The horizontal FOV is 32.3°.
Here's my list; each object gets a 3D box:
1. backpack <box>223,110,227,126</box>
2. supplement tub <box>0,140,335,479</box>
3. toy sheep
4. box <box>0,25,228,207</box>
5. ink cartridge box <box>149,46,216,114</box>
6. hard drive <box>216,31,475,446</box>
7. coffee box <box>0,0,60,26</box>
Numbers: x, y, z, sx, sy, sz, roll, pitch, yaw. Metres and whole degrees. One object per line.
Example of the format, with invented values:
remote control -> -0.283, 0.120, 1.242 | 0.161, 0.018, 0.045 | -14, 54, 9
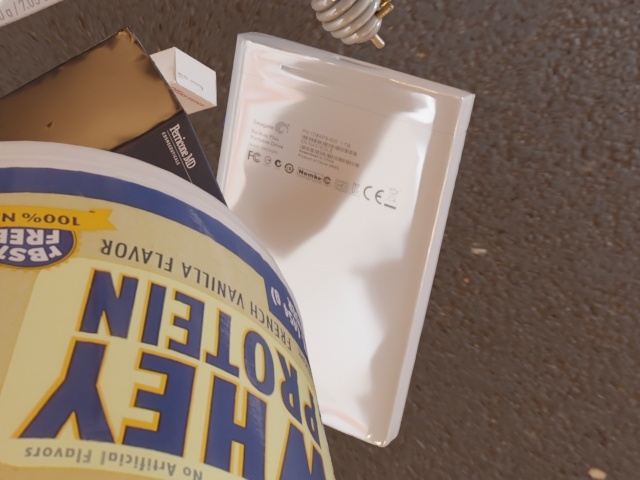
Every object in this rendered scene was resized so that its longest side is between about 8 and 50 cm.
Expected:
backpack -> -0.073, -0.185, 1.704 | 0.120, 0.101, 0.098 | 16, 105, -34
supplement tub -> -0.097, 0.140, 0.364 | 0.228, 0.316, 0.228 | -6, 131, -7
toy sheep -> 0.039, -0.291, 1.380 | 0.091, 0.091, 0.132 | -44, 110, -3
box -> -0.176, -0.023, 0.895 | 0.184, 0.261, 0.103 | -34, 64, -8
ink cartridge box -> -0.228, -0.214, 1.558 | 0.135, 0.099, 0.056 | -12, 70, 29
hard drive -> 0.000, 0.000, 1.068 | 0.233, 0.047, 0.353 | 20, 113, 23
coffee box -> -0.191, -0.443, 1.057 | 0.337, 0.338, 0.334 | -18, 107, 19
